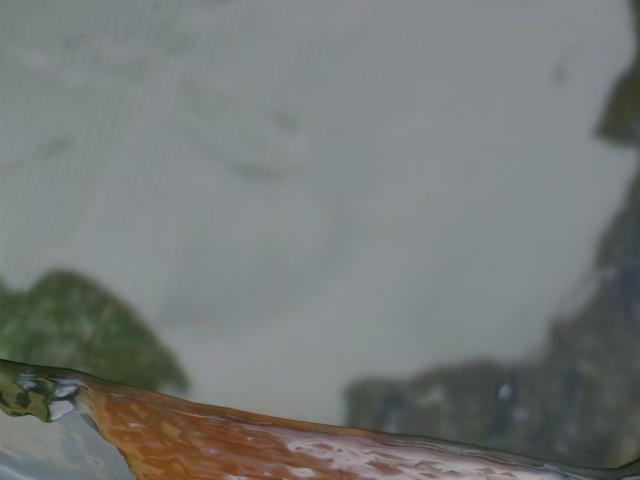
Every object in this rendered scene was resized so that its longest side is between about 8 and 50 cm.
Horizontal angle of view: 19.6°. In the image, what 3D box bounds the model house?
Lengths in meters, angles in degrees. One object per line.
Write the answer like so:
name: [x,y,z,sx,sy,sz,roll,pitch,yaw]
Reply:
model house: [-0.012,0.023,0.635,0.301,0.271,0.190,85,16,-62]
